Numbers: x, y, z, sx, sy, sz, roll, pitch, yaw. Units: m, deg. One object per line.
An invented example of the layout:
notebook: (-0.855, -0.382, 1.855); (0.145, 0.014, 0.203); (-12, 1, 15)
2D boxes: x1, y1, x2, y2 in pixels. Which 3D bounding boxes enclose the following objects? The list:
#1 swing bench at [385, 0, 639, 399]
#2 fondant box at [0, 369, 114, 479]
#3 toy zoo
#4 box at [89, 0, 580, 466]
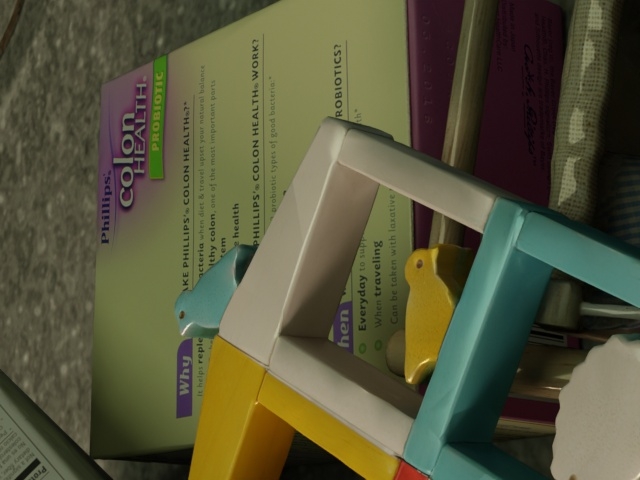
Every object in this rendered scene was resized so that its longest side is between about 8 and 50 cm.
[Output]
swing bench: (0.182, -0.055, 0.524); (0.254, 0.165, 0.253); (2, 82, 48)
fondant box: (-0.100, 0.191, 0.718); (0.096, 0.238, 0.330); (-43, 42, -9)
toy zoo: (0.044, 0.079, 0.500); (0.293, 0.030, 0.192); (28, 104, 44)
box: (0.000, 0.000, 0.751); (0.243, 0.117, 0.214); (-16, 69, 44)
